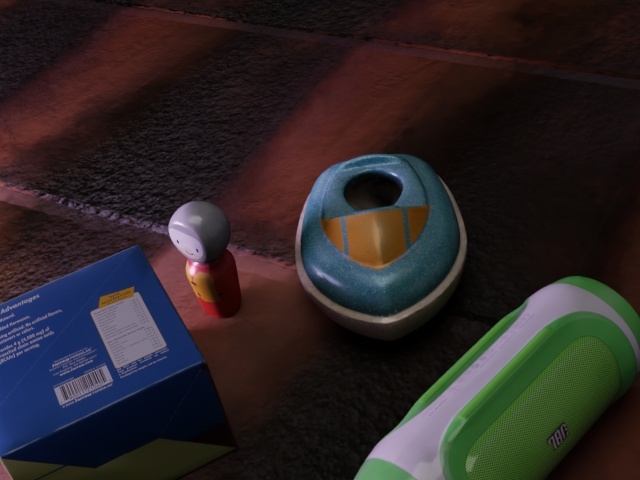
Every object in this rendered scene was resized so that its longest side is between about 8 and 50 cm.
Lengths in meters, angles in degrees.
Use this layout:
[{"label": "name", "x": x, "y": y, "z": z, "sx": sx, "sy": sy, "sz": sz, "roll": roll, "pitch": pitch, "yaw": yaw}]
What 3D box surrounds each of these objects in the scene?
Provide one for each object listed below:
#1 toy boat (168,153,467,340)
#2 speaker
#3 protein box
[{"label": "toy boat", "x": 0.000, "y": 0.000, "z": 1.082, "sx": 0.318, "sy": 0.148, "sz": 0.267, "roll": -10, "pitch": 40, "yaw": 2}, {"label": "speaker", "x": 0.164, "y": 0.157, "z": 0.872, "sx": 0.131, "sy": 0.131, "sz": 0.296, "roll": 28, "pitch": 54, "yaw": 38}, {"label": "protein box", "x": -0.223, "y": 0.143, "z": 0.979, "sx": 0.200, "sy": 0.136, "sz": 0.201, "roll": -25, "pitch": 41, "yaw": -14}]
